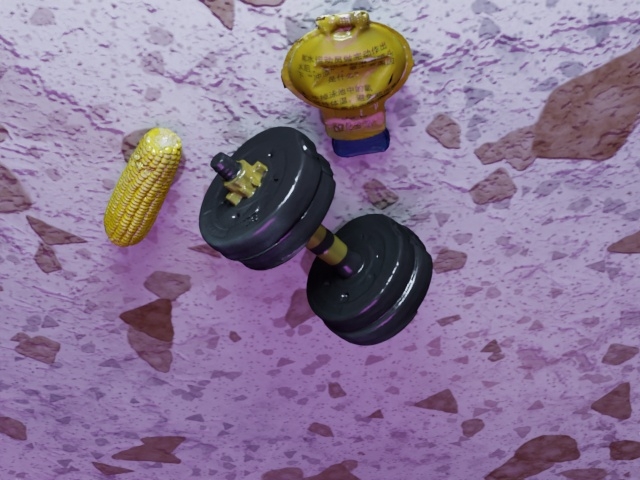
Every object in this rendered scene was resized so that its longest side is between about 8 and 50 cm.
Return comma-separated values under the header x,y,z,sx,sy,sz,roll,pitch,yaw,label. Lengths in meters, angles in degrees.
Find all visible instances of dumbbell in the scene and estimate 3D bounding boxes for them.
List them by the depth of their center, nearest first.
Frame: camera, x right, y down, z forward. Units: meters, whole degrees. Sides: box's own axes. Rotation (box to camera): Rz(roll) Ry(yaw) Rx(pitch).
x,y,z,sx,sy,sz,roll,pitch,yaw,label
0.000,0.000,1.086,0.185,0.185,0.388,-31,131,26,dumbbell

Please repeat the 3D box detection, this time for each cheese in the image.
x,y,z,sx,sy,sz,roll,pitch,yaw,label
0.035,-0.181,0.982,0.157,0.064,0.250,-6,147,4,cheese

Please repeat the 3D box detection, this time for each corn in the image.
x,y,z,sx,sy,sz,roll,pitch,yaw,label
-0.237,-0.065,1.081,0.067,0.067,0.206,16,134,-21,corn
